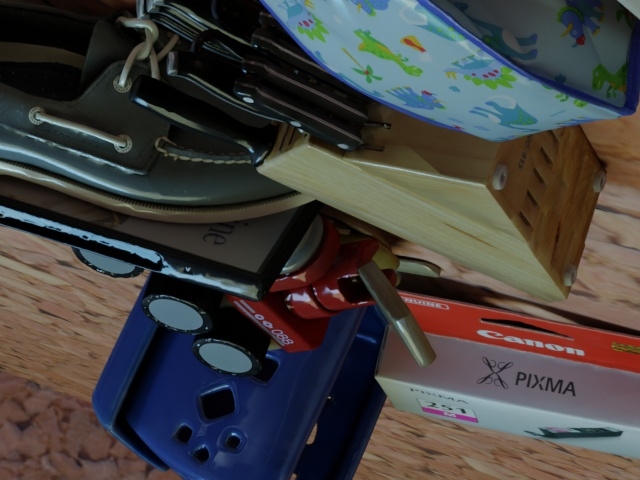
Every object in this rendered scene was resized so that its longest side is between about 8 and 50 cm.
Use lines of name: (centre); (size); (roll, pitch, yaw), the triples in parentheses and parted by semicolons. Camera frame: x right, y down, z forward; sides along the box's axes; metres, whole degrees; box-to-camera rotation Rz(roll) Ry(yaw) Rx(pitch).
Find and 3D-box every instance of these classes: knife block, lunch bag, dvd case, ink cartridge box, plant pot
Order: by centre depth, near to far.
lunch bag: (0.059, -0.110, 0.840); (0.151, 0.096, 0.129); (15, 169, -23)
knife block: (0.021, -0.068, 1.070); (0.242, 0.088, 0.275); (13, 165, 27)
dvd case: (-0.122, -0.051, 1.192); (0.253, 0.180, 0.022); (17, 128, 12)
ink cartridge box: (0.184, 0.123, 1.592); (0.275, 0.060, 0.239); (10, 165, 15)
plant pot: (-0.068, 0.130, 1.666); (0.212, 0.236, 0.236); (21, 167, 17)

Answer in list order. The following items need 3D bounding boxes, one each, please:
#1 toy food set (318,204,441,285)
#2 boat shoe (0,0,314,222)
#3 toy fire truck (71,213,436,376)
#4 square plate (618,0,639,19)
toy food set: (0.000, 0.000, 1.455); (0.132, 0.038, 0.192); (8, 162, 39)
boat shoe: (-0.133, -0.092, 1.137); (0.319, 0.116, 0.099); (9, 136, 4)
toy fire truck: (-0.029, 0.008, 1.295); (0.246, 0.158, 0.217); (-10, 139, 38)
square plate: (0.229, -0.127, 0.640); (0.344, 0.049, 0.347); (5, 160, 47)
